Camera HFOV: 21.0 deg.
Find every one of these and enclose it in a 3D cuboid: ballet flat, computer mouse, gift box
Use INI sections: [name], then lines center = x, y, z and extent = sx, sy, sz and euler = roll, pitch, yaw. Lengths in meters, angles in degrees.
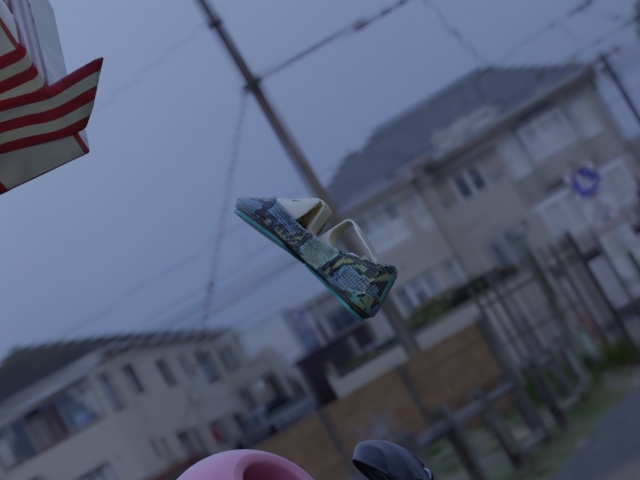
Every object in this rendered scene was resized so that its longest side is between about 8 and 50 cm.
[ballet flat]
center = 0.000, 0.000, 1.531
extent = 0.070, 0.188, 0.070
euler = -30, -39, -28
[computer mouse]
center = 0.119, 0.239, 1.634
extent = 0.242, 0.071, 0.041
euler = 23, 68, 45
[gift box]
center = -0.345, -0.174, 1.489
extent = 0.276, 0.258, 0.255
euler = -27, -46, 9

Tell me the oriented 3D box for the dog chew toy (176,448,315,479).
[dog chew toy]
center = -0.116, 0.390, 1.914
extent = 0.206, 0.206, 0.332
euler = -20, -35, -56
